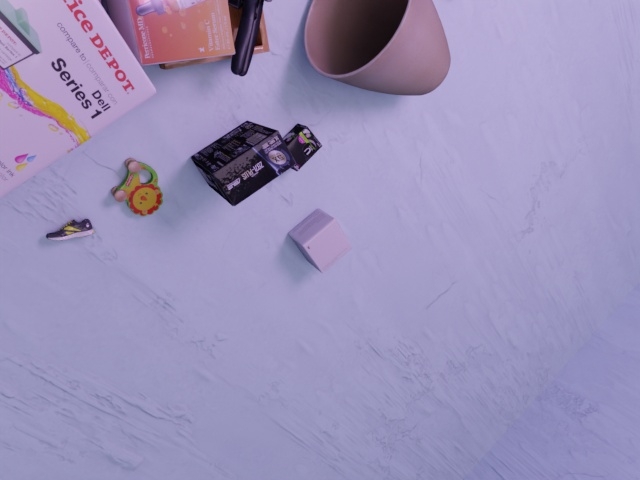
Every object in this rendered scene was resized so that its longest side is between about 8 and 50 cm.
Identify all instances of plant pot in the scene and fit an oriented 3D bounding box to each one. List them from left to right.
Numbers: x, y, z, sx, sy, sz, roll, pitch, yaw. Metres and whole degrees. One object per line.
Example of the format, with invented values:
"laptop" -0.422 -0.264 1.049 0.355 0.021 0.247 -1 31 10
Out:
"plant pot" 0.152 -0.412 1.020 0.274 0.256 0.256 11 104 -47

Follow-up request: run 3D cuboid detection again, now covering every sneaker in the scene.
"sneaker" -0.479 -0.021 0.940 0.083 0.031 0.035 -13 102 -29

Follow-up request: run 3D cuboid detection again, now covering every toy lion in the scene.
"toy lion" -0.354 -0.101 0.975 0.096 0.034 0.100 23 97 -40

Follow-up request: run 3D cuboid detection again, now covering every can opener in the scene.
"can opener" -0.130 -0.392 0.887 0.059 0.073 0.186 -32 136 -62

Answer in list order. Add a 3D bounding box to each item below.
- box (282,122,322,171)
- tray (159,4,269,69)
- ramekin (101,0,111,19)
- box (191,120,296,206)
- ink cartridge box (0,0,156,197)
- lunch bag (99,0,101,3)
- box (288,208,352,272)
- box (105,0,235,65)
"box" -0.051 -0.205 1.084 0.083 0.052 0.062 -46 122 -5
"tray" -0.228 -0.527 0.848 0.202 0.076 0.411 -19 118 -21
"ramekin" -0.438 -0.387 0.766 0.207 0.109 0.207 -11 115 -25
"box" -0.156 -0.157 0.968 0.147 0.180 0.077 -37 121 -12
"ink cartridge box" -0.374 -0.196 0.580 0.278 0.117 0.201 -40 134 -15
"lunch bag" -0.438 -0.288 0.667 0.258 0.120 0.293 0 110 -28
"box" 0.000 0.000 1.173 0.101 0.087 0.102 -40 123 -9
"box" -0.239 -0.356 0.789 0.170 0.091 0.130 -25 121 -35
